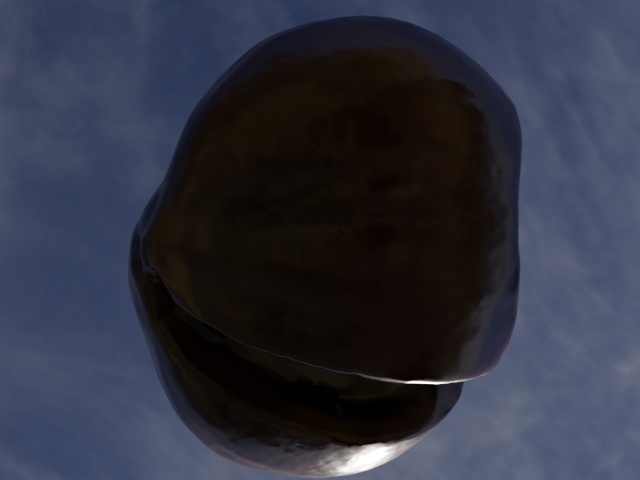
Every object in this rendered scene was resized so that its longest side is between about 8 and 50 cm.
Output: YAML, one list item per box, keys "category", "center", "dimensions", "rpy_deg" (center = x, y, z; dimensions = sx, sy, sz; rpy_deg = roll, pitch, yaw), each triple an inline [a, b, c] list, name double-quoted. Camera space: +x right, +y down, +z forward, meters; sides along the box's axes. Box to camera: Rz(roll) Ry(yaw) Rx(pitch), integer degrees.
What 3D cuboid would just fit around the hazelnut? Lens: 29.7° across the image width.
- category: "hazelnut"
  center: [0.000, 0.000, 0.654]
  dimensions: [0.217, 0.217, 0.251]
  rpy_deg: [15, -65, -12]
